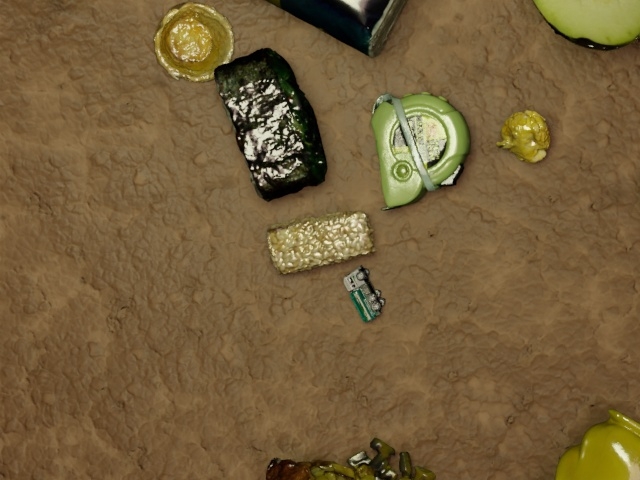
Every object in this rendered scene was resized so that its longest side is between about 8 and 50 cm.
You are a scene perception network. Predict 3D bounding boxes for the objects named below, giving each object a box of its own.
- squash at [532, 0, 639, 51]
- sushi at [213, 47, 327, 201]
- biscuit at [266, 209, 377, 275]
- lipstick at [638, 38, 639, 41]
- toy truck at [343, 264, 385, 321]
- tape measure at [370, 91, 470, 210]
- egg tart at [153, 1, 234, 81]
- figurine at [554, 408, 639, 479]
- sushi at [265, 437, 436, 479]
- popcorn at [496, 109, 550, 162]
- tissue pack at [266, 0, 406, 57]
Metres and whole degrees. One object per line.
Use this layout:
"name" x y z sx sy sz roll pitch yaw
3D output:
"squash" 0.426 -0.384 1.783 0.237 0.155 0.204 -19 93 5
"sushi" -0.071 -0.176 1.829 0.127 0.124 0.225 -22 85 3
"biscuit" 0.000 0.000 1.859 0.169 0.070 0.082 -13 88 6
"lipstick" 0.552 -0.431 1.824 0.051 0.051 0.312 26 95 0
"toy truck" 0.067 0.083 1.874 0.044 0.039 0.083 -28 92 17
"tape measure" 0.151 -0.146 1.835 0.154 0.087 0.177 -11 90 15
"egg tart" -0.197 -0.308 1.867 0.129 0.049 0.128 0 91 1
"figurine" 0.406 0.414 1.811 0.326 0.218 0.169 -48 49 11
"sushi" 0.060 0.412 1.835 0.296 0.167 0.179 31 113 10
"popcorn" 0.311 -0.166 1.842 0.084 0.084 0.084 0 92 3
"tissue pack" -0.043 -0.479 1.752 0.417 0.253 0.264 29 93 3
